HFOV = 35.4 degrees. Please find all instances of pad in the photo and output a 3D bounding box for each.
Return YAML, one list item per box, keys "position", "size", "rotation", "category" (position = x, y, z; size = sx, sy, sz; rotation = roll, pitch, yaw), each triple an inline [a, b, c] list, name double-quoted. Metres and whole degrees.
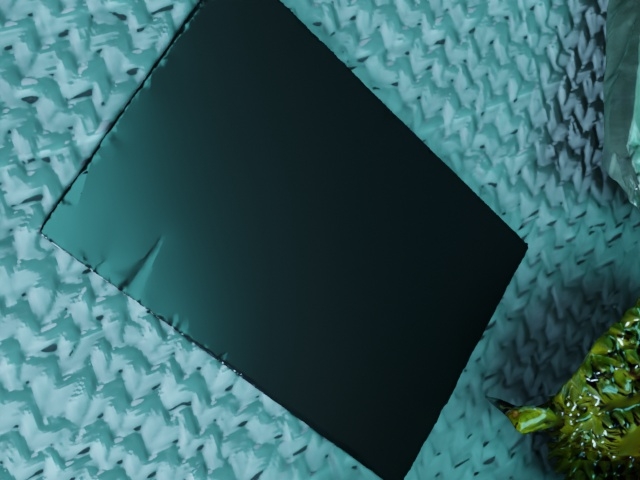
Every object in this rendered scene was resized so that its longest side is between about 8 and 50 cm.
- position: [0.000, 0.000, 0.628]
  size: [0.300, 0.005, 0.202]
  rotation: [40, 72, -28]
  category: "pad"

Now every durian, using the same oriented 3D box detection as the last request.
- position: [0.242, 0.119, 0.682]
  size: [0.237, 0.137, 0.193]
  rotation: [-15, 142, -26]
  category: "durian"

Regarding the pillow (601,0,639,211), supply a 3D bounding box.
- position: [0.331, -0.129, 0.742]
  size: [0.283, 0.138, 0.309]
  rotation: [18, 72, -28]
  category: "pillow"
